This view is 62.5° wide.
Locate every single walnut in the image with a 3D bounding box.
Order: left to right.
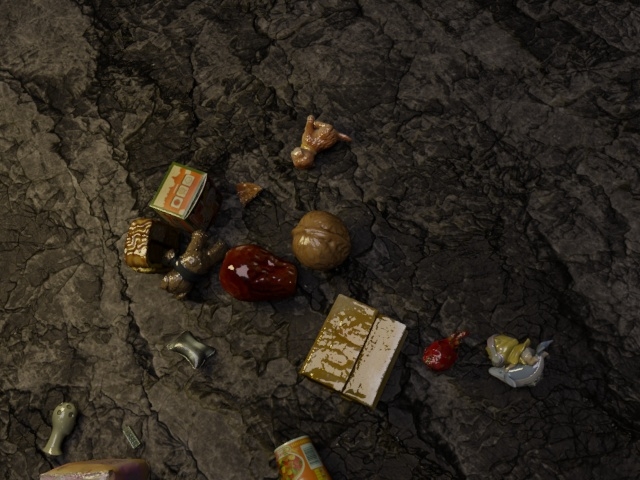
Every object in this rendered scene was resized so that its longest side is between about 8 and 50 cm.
[{"bbox_3d":[0.000,0.000,1.715,0.213,0.213,0.213,-2,72,6],"label":"walnut"}]

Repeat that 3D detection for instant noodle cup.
[{"bbox_3d":[-0.052,0.679,1.534,0.168,0.168,0.185,-25,63,-3],"label":"instant noodle cup"}]

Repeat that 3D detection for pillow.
[{"bbox_3d":[-0.421,0.354,1.724,0.136,0.055,0.091,34,76,14],"label":"pillow"}]

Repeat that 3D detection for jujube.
[{"bbox_3d":[-0.198,0.112,1.722,0.255,0.190,0.190,8,73,1],"label":"jujube"}]

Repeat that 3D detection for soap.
[{"bbox_3d":[0.105,0.345,1.634,0.259,0.143,0.281,23,71,10],"label":"soap"}]

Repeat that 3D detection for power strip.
[{"bbox_3d":[-0.601,0.624,1.676,0.027,0.017,0.083,-40,74,-9],"label":"power strip"}]

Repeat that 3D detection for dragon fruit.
[{"bbox_3d":[0.392,0.341,1.631,0.190,0.094,0.094,-29,70,-29],"label":"dragon fruit"}]

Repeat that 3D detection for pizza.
[{"bbox_3d":[-0.268,-0.177,1.900,0.100,0.029,0.099,-44,65,-11],"label":"pizza"}]

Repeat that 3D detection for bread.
[{"bbox_3d":[-0.558,0.023,1.763,0.096,0.222,0.181,2,82,12],"label":"bread"}]

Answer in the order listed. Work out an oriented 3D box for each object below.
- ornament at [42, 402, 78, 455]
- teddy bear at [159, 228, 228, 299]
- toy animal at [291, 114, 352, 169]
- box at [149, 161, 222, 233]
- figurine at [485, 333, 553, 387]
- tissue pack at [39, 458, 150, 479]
[{"bbox_3d":[-0.825,0.597,1.682,0.075,0.081,0.156,-2,68,44],"label":"ornament"},{"bbox_3d":[-0.425,0.077,1.753,0.182,0.129,0.251,38,78,-13],"label":"teddy bear"},{"bbox_3d":[-0.005,-0.325,1.879,0.184,0.104,0.185,24,72,14],"label":"toy animal"},{"bbox_3d":[-0.452,-0.135,1.814,0.148,0.195,0.177,19,74,11],"label":"box"},{"bbox_3d":[0.588,0.349,1.571,0.208,0.128,0.184,-44,69,30],"label":"figurine"},{"bbox_3d":[-0.646,0.703,1.528,0.215,0.256,0.123,-5,74,5],"label":"tissue pack"}]
